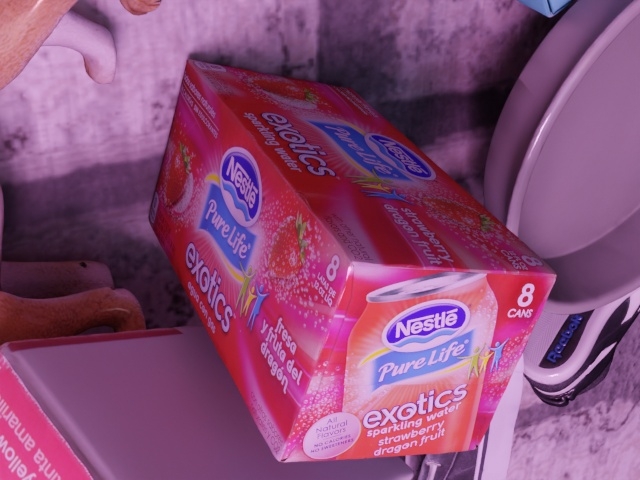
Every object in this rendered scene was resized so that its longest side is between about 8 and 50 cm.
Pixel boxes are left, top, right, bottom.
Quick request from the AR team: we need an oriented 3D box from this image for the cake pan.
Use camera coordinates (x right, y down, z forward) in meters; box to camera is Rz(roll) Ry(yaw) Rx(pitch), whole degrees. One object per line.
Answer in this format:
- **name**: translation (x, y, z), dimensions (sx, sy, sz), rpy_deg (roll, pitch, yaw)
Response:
- **cake pan**: translation (0.231, -0.079, 0.694), dimensions (0.293, 0.054, 0.293), rpy_deg (-23, 135, -25)

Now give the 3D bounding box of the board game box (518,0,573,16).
- **board game box**: translation (0.167, -0.346, 0.558), dimensions (0.254, 0.079, 0.336), rpy_deg (-35, 128, -3)

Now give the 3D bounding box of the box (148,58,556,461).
- **box**: translation (0.000, 0.000, 0.567), dimensions (0.128, 0.257, 0.122), rpy_deg (5, 118, -29)

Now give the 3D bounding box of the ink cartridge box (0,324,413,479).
- **ink cartridge box**: translation (-0.161, 0.243, 0.599), dimensions (0.384, 0.160, 0.279), rpy_deg (-51, 160, 16)

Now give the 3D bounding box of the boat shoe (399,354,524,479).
- **boat shoe**: translation (0.094, 0.109, 0.779), dimensions (0.105, 0.113, 0.306), rpy_deg (-12, 138, -6)

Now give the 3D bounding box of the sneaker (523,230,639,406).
- **sneaker**: translation (0.254, 0.051, 0.856), dimensions (0.217, 0.079, 0.121), rpy_deg (-47, 150, -8)

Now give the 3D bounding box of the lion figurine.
- **lion figurine**: translation (-0.222, -0.020, 0.527), dimensions (0.240, 0.142, 0.392), rpy_deg (-7, 115, -26)
